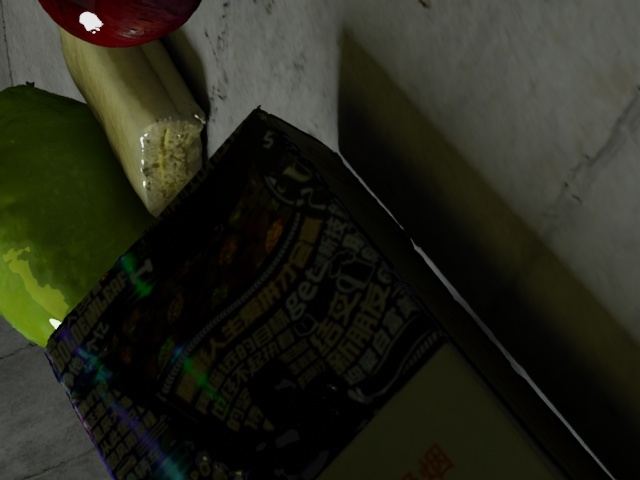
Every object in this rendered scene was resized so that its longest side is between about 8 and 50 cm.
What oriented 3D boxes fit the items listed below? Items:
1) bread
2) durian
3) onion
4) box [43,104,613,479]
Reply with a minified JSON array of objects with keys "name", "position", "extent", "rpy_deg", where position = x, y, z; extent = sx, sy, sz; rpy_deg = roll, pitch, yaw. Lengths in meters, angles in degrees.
[{"name":"bread","position":[-0.154,-0.124,1.031],"extent":[0.178,0.060,0.139],"rpy_deg":[58,159,25]},{"name":"durian","position":[-0.203,0.006,1.145],"extent":[0.340,0.204,0.256],"rpy_deg":[33,164,48]},{"name":"onion","position":[-0.126,-0.185,0.788],"extent":[0.131,0.131,0.131],"rpy_deg":[54,158,34]},{"name":"box","position":[-0.002,0.101,0.656],"extent":[0.084,0.198,0.310],"rpy_deg":[27,-160,-50]}]
